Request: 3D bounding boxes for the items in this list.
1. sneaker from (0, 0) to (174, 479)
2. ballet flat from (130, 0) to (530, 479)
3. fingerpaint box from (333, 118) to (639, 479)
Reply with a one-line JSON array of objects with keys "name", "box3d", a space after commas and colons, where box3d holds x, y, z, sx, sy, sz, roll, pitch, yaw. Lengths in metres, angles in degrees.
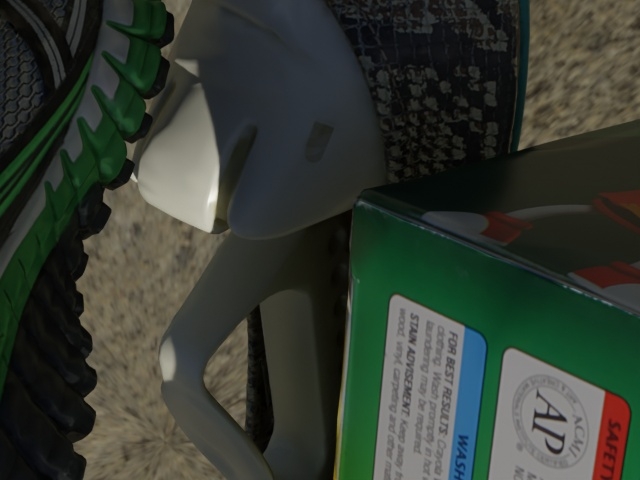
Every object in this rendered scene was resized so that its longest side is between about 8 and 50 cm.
[{"name": "sneaker", "box3d": [-0.145, -0.034, 0.523, 0.146, 0.134, 0.343, 35, 36, -30]}, {"name": "ballet flat", "box3d": [0.000, 0.000, 0.737, 0.182, 0.483, 0.164, -30, 47, -27]}, {"name": "fingerpaint box", "box3d": [0.181, 0.173, 0.661, 0.371, 0.163, 0.445, -15, 119, -42]}]
